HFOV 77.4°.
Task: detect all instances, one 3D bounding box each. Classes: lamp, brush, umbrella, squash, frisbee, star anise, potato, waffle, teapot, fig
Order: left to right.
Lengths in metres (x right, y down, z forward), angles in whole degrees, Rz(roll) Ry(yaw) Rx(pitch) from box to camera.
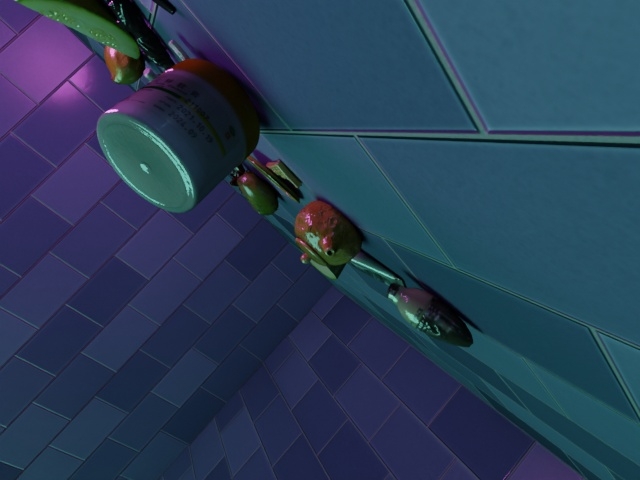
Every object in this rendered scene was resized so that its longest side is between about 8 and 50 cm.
[{"bbox_3d":[-0.664,-0.628,1.143,0.111,0.203,0.288,-15,129,34],"label":"squash"},{"bbox_3d":[-0.657,-0.605,1.346,0.136,0.121,0.152,49,-153,-64],"label":"fig"},{"bbox_3d":[-0.338,-0.476,0.742,0.193,0.016,0.063,42,174,8],"label":"brush"},{"bbox_3d":[-0.427,-0.493,0.976,0.066,0.059,0.235,59,-179,30],"label":"umbrella"},{"bbox_3d":[-0.339,-0.284,1.689,0.212,0.054,0.156,-61,-43,-66],"label":"star anise"},{"bbox_3d":[-0.251,-0.195,1.634,0.149,0.113,0.251,41,167,38],"label":"potato"},{"bbox_3d":[-0.155,-0.202,1.307,0.236,0.017,0.236,40,180,0],"label":"frisbee"},{"bbox_3d":[-0.112,-0.195,1.179,0.097,0.023,0.153,47,171,-21],"label":"waffle"},{"bbox_3d":[0.000,0.000,1.153,0.203,0.167,0.311,44,174,-14],"label":"teapot"},{"bbox_3d":[0.033,0.067,1.581,0.170,0.123,0.170,43,173,6],"label":"squash"},{"bbox_3d":[0.280,0.190,1.034,0.250,0.101,0.101,31,170,21],"label":"lamp"}]

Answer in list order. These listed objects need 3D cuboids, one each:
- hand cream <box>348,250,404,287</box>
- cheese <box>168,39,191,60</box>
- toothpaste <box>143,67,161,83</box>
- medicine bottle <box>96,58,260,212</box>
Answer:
[{"bbox_3d":[0.134,0.066,1.312,0.341,0.077,0.124,30,167,29],"label":"hand cream"},{"bbox_3d":[-0.242,-0.338,0.906,0.255,0.050,0.127,47,172,-33],"label":"cheese"},{"bbox_3d":[-0.517,-0.509,1.448,0.075,0.048,0.301,8,164,26],"label":"toothpaste"},{"bbox_3d":[-0.283,-0.214,0.825,0.238,0.232,0.237,20,141,17],"label":"medicine bottle"}]
